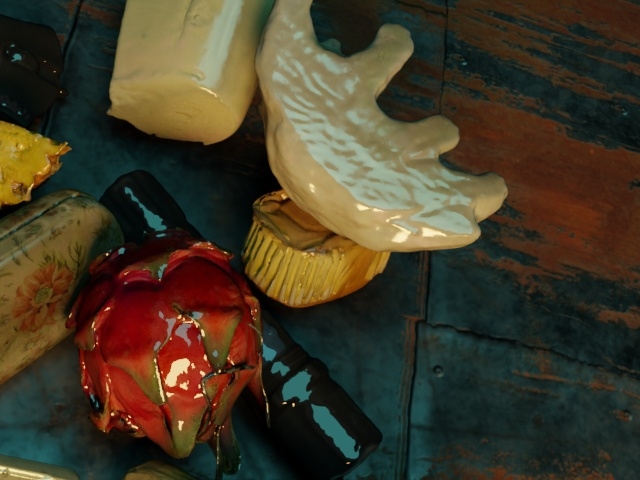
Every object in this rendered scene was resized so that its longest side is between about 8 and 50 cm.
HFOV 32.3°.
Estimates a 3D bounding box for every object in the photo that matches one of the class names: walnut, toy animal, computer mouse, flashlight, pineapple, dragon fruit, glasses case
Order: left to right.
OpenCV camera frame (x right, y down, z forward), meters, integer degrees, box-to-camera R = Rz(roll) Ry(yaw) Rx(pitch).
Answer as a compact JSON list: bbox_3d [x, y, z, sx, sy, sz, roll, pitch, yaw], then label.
[{"bbox_3d":[-0.368,0.097,1.079,0.098,0.156,0.425,33,53,29],"label":"glasses case"},{"bbox_3d":[-0.417,-0.214,1.272,0.264,0.088,0.147,12,62,-18],"label":"computer mouse"},{"bbox_3d":[-0.378,-0.070,1.202,0.250,0.164,0.140,16,88,8],"label":"pineapple"},{"bbox_3d":[-0.156,0.280,1.100,0.105,0.105,0.124,-33,85,-31],"label":"walnut"},{"bbox_3d":[-0.147,0.110,1.094,0.192,0.193,0.274,-12,69,-13],"label":"dragon fruit"},{"bbox_3d":[-0.101,0.093,1.227,0.103,0.103,0.424,-37,79,-32],"label":"flashlight"},{"bbox_3d":[0.047,-0.101,1.255,0.308,0.188,0.266,20,58,-10],"label":"toy animal"}]

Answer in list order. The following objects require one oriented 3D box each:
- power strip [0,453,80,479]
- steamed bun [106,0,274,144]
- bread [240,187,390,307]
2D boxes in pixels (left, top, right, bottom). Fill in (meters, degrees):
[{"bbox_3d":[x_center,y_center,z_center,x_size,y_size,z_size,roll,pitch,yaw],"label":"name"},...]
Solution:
[{"bbox_3d":[-0.333,0.237,1.049,0.227,0.080,0.029,19,14,-26],"label":"power strip"},{"bbox_3d":[-0.155,-0.226,1.346,0.200,0.170,0.225,12,73,21],"label":"steamed bun"},{"bbox_3d":[0.000,0.000,1.293,0.190,0.114,0.132,-16,50,-40],"label":"bread"}]
